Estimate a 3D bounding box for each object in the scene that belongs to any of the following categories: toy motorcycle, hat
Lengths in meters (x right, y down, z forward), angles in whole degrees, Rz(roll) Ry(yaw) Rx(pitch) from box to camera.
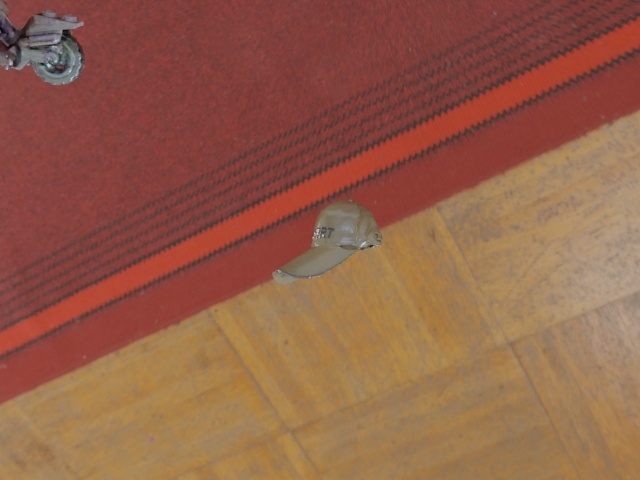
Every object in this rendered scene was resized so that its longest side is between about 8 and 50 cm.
[{"bbox_3d":[-0.385,-0.263,0.950,0.213,0.082,0.122,13,117,1],"label":"toy motorcycle"},{"bbox_3d":[0.000,0.000,1.167,0.175,0.147,0.084,-27,94,-30],"label":"hat"}]
